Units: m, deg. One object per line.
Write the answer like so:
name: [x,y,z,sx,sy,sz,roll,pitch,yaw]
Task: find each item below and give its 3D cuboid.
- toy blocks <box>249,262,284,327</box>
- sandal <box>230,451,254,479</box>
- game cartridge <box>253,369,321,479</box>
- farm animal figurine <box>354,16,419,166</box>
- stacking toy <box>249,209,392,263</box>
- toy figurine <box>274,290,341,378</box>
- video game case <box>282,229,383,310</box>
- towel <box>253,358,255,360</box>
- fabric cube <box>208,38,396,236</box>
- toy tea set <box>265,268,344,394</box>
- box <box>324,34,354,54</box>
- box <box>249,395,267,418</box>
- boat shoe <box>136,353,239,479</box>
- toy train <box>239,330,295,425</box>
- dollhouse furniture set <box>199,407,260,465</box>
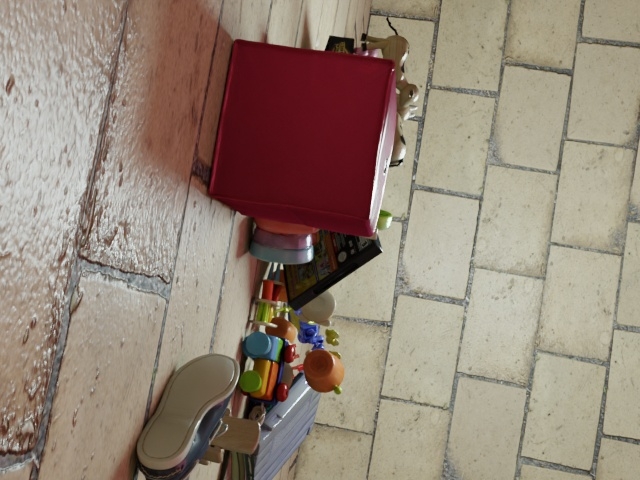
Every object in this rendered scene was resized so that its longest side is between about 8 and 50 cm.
toy blocks: [-0.116,0.120,1.788,0.123,0.054,0.148,68,31,-81]
sandal: [-0.187,0.566,1.684,0.120,0.086,0.303,77,7,-61]
game cartridge: [-0.101,0.475,1.958,0.355,0.068,0.230,-38,142,-56]
farm animal figurine: [0.158,-0.312,1.906,0.330,0.172,0.326,109,-15,-70]
stacking toy: [0.000,0.000,1.664,0.309,0.279,0.130,-46,143,-74]
toy figurine: [-0.074,0.219,2.260,0.217,0.191,0.362,-119,-164,-44]
video game case: [0.016,0.007,1.850,0.035,0.248,0.275,45,19,-31]
towel: [-0.151,0.255,1.879,0.083,0.009,0.060,83,18,-72]
fabric cube: [-0.016,-0.158,1.299,0.258,0.259,0.254,47,53,-83]
toy tea set: [-0.044,0.227,1.909,0.124,0.200,0.336,66,22,-63]
box: [0.025,-0.329,2.020,0.293,0.073,0.295,135,-41,-78]
box: [-0.132,0.380,2.020,0.183,0.059,0.232,-76,173,-46]
boat shoe: [-0.180,0.254,1.114,0.254,0.095,0.079,-69,165,-61]
toy train: [-0.137,0.323,1.719,0.143,0.105,0.248,53,45,-68]
dollhouse furniture set: [-0.145,0.478,1.312,0.303,0.198,0.286,92,9,-54]
